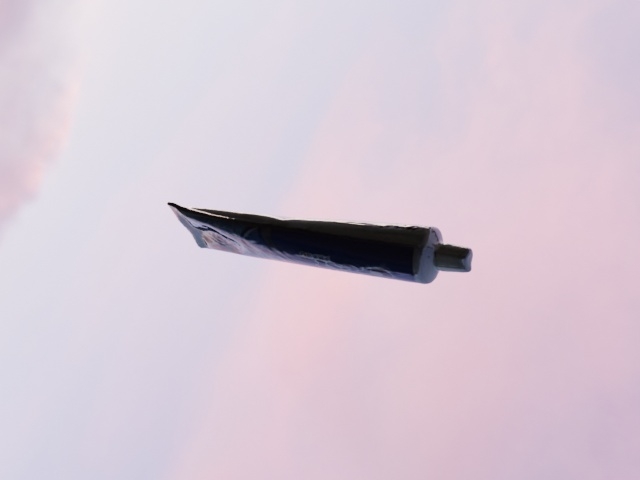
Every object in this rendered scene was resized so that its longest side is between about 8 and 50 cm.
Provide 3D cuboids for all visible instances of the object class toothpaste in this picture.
[{"bbox_3d":[-0.001,0.000,1.146,0.268,0.069,0.047,8,-85,28],"label":"toothpaste"}]
